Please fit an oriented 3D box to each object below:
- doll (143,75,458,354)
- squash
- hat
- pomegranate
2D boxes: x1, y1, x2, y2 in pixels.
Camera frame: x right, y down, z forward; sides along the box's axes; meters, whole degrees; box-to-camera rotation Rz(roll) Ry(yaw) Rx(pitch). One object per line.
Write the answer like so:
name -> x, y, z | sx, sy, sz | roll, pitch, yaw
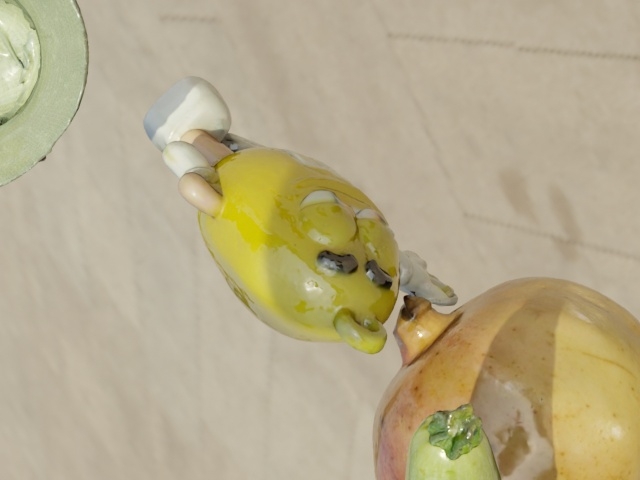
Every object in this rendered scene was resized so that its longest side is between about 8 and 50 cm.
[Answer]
doll -> -0.030, -0.020, 1.718 | 0.423, 0.161, 0.348 | 37, -165, 24
squash -> 0.108, 0.186, 1.255 | 0.094, 0.094, 0.224 | 46, 159, 33
hat -> -0.328, -0.174, 1.547 | 0.257, 0.257, 0.130 | 60, -170, -4
pomegranate -> 0.194, 0.181, 1.688 | 0.338, 0.338, 0.338 | 48, 158, 27
